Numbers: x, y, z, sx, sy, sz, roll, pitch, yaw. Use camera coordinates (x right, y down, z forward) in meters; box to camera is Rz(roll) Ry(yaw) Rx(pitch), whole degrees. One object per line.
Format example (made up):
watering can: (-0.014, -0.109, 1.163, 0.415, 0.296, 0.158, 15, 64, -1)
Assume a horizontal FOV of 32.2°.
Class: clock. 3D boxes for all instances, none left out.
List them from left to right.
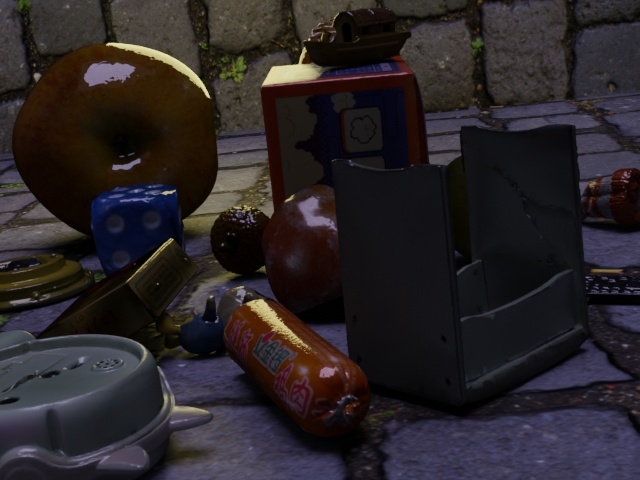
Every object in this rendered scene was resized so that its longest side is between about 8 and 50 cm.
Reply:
clock: (-0.497, 0.062, 1.854, 0.237, 0.057, 0.237, -7, 13, 2)
clock: (-0.281, 0.179, 1.141, 0.324, 0.109, 0.265, 0, 14, 24)

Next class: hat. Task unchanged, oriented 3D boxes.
hat: (0.478, -0.067, 1.881, 0.112, 0.094, 0.162, 32, -20, -35)

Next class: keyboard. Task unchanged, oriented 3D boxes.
keyboard: (0.458, 0.066, 1.471, 0.309, 0.018, 0.101, 1, 14, 27)

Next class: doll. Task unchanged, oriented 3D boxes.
doll: (-0.122, 0.106, 1.447, 0.179, 0.102, 0.089, -1, 57, 7)

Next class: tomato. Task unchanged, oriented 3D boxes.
tomato: (0.000, 0.000, 1.590, 0.180, 0.155, 0.214, -29, 7, 10)

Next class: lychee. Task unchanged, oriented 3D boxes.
lychee: (-0.125, 0.000, 1.815, 0.114, 0.114, 0.146, -1, 0, 22)

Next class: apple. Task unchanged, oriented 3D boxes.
apple: (-0.384, -0.189, 2.163, 0.400, 0.400, 0.333, -13, 18, -28)
apple: (0.268, -0.051, 1.702, 0.196, 0.196, 0.157, -7, 55, -2)

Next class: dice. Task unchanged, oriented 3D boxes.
dice: (-0.306, -0.015, 1.890, 0.146, 0.147, 0.143, -7, 15, -2)

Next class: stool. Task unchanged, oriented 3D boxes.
stool: (0.163, 0.018, 1.260, 0.243, 0.270, 0.170, -18, 17, -42)

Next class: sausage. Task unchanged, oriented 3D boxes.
sausage: (-0.023, 0.142, 1.214, 0.093, 0.093, 0.312, -11, 14, -18)

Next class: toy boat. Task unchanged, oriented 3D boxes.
toy boat: (0.059, -0.331, 1.803, 0.068, 0.088, 0.226, 9, 18, 41)

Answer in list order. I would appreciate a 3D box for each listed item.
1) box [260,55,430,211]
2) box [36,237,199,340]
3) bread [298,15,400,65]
box: (0.048, -0.135, 1.861, 0.256, 0.319, 0.349, -6, 12, 2)
box: (-0.271, 0.084, 1.505, 0.159, 0.071, 0.240, -32, 8, 14)
bread: (0.056, -0.237, 2.142, 0.183, 0.389, 0.236, 3, 23, 18)
